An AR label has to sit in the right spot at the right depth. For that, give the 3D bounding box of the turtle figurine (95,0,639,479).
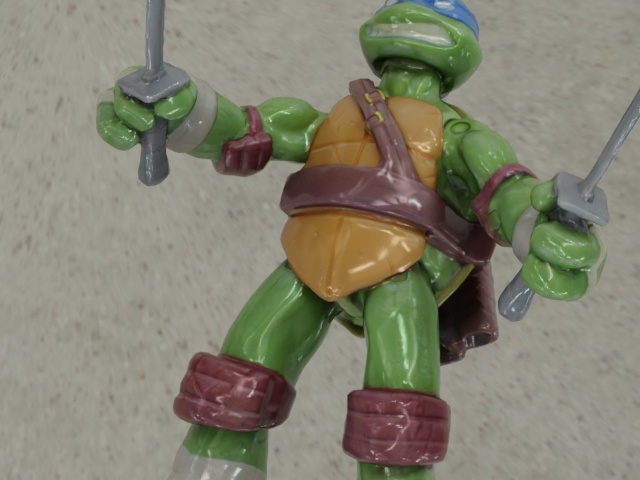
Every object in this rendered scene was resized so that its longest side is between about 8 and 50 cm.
[{"bbox_3d":[0.000,0.000,0.627,0.198,0.275,0.266,15,80,-10],"label":"turtle figurine"}]
